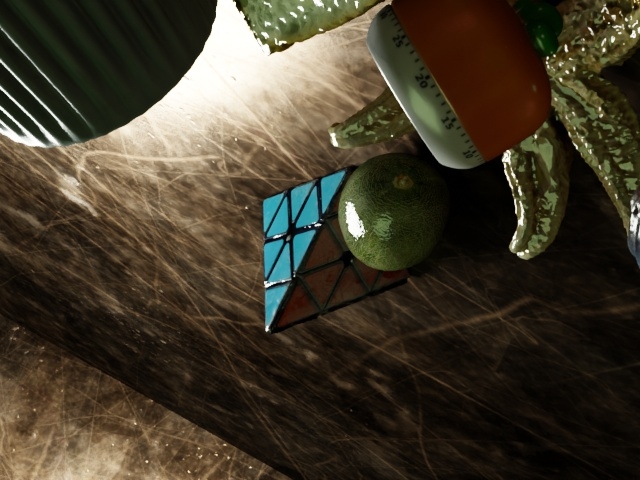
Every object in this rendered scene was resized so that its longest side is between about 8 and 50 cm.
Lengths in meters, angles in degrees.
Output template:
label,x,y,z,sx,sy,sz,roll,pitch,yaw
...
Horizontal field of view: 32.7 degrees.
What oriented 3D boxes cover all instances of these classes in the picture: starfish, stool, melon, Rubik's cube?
label,x,y,z,sx,sy,sz,roll,pitch,yaw
starfish,0.163,-0.124,0.852,0.375,0.094,0.327,38,143,-10
stool,-0.262,-0.270,0.879,0.297,0.297,0.330,16,156,33
melon,0.076,-0.030,1.121,0.114,0.114,0.167,30,158,7
Rubik's cube,0.000,0.000,1.344,0.190,0.211,0.178,22,-168,-43

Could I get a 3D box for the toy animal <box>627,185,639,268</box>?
label,x,y,z,sx,sy,sz,roll,pitch,yaw
toy animal,0.324,-0.023,0.779,0.218,0.116,0.179,-12,149,21

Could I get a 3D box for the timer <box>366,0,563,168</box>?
label,x,y,z,sx,sy,sz,roll,pitch,yaw
timer,0.108,-0.124,0.749,0.136,0.136,0.099,42,-169,-20

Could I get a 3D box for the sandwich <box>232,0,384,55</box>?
label,x,y,z,sx,sy,sz,roll,pitch,yaw
sandwich,-0.023,-0.271,0.737,0.226,0.087,0.251,-10,114,59
